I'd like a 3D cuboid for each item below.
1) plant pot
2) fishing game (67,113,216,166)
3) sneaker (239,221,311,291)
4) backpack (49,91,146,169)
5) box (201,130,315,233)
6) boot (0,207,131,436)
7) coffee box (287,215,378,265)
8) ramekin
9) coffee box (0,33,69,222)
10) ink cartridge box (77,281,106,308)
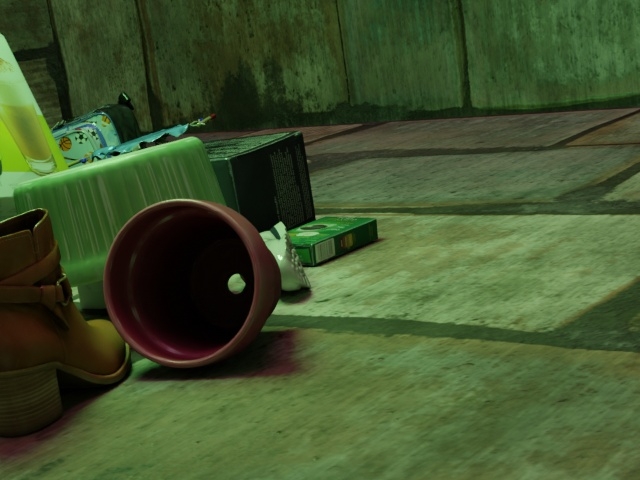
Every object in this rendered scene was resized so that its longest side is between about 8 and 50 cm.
[{"bbox_3d":[-0.137,0.053,1.446,0.201,0.201,0.180,-4,-4,17],"label":"plant pot"},{"bbox_3d":[-0.312,-0.165,2.067,0.264,0.041,0.189,-16,10,9],"label":"fishing game"},{"bbox_3d":[-0.076,0.038,1.739,0.094,0.090,0.235,-22,9,-4],"label":"sneaker"},{"bbox_3d":[-0.491,-0.135,2.459,0.263,0.277,0.213,-16,5,30],"label":"backpack"},{"bbox_3d":[-0.208,-0.071,2.066,0.296,0.183,0.294,-5,11,25],"label":"box"},{"bbox_3d":[-0.312,0.071,1.342,0.109,0.220,0.283,-4,12,21],"label":"boot"},{"bbox_3d":[0.000,0.000,1.937,0.113,0.040,0.184,1,15,36],"label":"coffee box"},{"bbox_3d":[-0.278,-0.042,1.646,0.303,0.148,0.303,-15,7,2],"label":"ramekin"},{"bbox_3d":[-0.672,-0.134,1.921,0.338,0.334,0.337,-30,-9,21],"label":"coffee box"},{"bbox_3d":[-0.275,0.052,1.814,0.104,0.062,0.181,-1,14,32],"label":"ink cartridge box"}]
